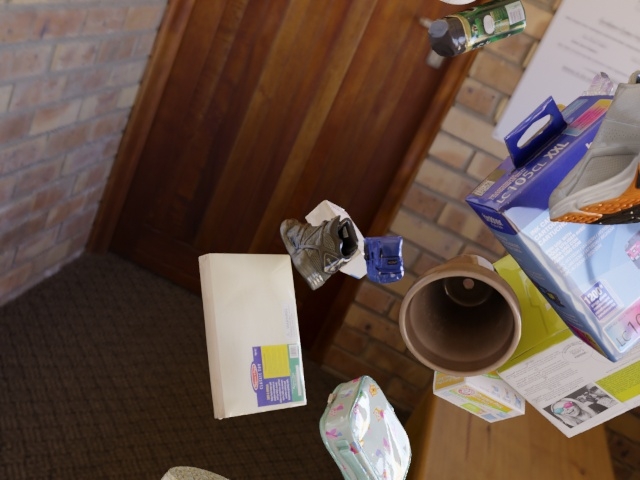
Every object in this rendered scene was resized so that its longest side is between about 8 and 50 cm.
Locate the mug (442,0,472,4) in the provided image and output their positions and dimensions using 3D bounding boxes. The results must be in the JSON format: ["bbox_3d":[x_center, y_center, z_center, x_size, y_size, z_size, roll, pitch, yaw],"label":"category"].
[{"bbox_3d":[0.424,-0.743,1.824,0.374,0.276,0.328,20,-21,-19],"label":"mug"}]

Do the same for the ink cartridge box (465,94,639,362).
[{"bbox_3d":[0.425,-0.046,1.228,0.395,0.270,0.151,48,-1,-13],"label":"ink cartridge box"}]

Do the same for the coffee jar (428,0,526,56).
[{"bbox_3d":[0.313,-0.429,1.551,0.184,0.079,0.096,-22,20,-16],"label":"coffee jar"}]

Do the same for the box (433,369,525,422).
[{"bbox_3d":[0.385,0.347,1.860,0.203,0.114,0.103,29,53,-24],"label":"box"}]

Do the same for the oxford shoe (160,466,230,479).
[{"bbox_3d":[-0.043,0.433,0.966,0.449,0.130,0.169,19,-4,31],"label":"oxford shoe"}]

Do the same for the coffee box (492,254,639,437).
[{"bbox_3d":[0.623,0.199,1.859,0.334,0.338,0.338,41,30,-29],"label":"coffee box"}]

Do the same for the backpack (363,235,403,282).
[{"bbox_3d":[0.161,0.050,1.952,0.098,0.120,0.101,-2,2,-10],"label":"backpack"}]

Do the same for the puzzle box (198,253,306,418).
[{"bbox_3d":[-0.173,0.237,1.985,0.272,0.409,0.052,3,-14,-44],"label":"puzzle box"}]

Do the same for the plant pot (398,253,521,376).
[{"bbox_3d":[0.326,0.144,1.754,0.263,0.263,0.229,27,26,4],"label":"plant pot"}]

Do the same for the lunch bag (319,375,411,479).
[{"bbox_3d":[0.106,0.483,1.860,0.279,0.108,0.224,60,31,-15],"label":"lunch bag"}]

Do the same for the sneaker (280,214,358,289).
[{"bbox_3d":[0.000,0.000,1.440,0.087,0.130,0.227,58,-2,-24],"label":"sneaker"}]

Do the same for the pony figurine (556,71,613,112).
[{"bbox_3d":[0.639,-0.201,1.763,0.363,0.351,0.303,5,22,-43],"label":"pony figurine"}]

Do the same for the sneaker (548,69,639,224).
[{"bbox_3d":[0.310,-0.095,0.760,0.099,0.121,0.262,2,-18,-16],"label":"sneaker"}]

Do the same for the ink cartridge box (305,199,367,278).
[{"bbox_3d":[0.064,-0.002,2.224,0.203,0.086,0.148,56,15,26],"label":"ink cartridge box"}]
